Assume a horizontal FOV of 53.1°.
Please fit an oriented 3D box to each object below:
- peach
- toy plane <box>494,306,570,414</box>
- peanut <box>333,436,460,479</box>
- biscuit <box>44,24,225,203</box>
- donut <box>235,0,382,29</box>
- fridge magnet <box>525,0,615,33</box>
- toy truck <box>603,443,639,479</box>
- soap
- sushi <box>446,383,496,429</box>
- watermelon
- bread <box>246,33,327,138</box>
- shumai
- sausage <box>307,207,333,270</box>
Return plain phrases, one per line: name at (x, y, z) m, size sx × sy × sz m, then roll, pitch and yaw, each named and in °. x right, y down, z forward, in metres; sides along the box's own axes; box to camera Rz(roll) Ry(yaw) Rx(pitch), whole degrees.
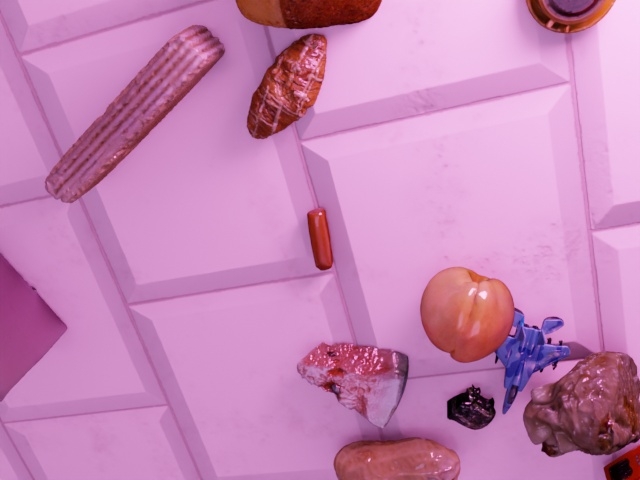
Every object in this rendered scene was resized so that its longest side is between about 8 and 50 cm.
peach at (0.279, 0.143, 1.229) m, size 0.184 × 0.184 × 0.184 m, roll 4°, pitch 116°, yaw 9°
toy plane at (0.408, 0.254, 1.311) m, size 0.169 × 0.078 × 0.246 m, roll 10°, pitch 123°, yaw 6°
peanut at (0.171, 0.514, 1.450) m, size 0.290 × 0.130 × 0.130 m, roll -9°, pitch 113°, yaw 13°
biscuit at (-0.353, -0.227, 1.190) m, size 0.426 × 0.144 × 0.078 m, roll -38°, pitch 104°, yaw 25°
donut at (-0.029, -0.404, 1.045) m, size 0.294 × 0.151 × 0.112 m, roll 5°, pitch 126°, yaw 8°
fridge magnet at (0.396, -0.399, 1.007) m, size 0.143 × 0.063 × 0.143 m, roll 6°, pitch 118°, yaw 11°
toy truck at (0.726, 0.466, 1.330) m, size 0.114 × 0.107 × 0.253 m, roll 38°, pitch 116°, yaw -9°
soap at (-0.731, 0.173, 1.373) m, size 0.107 × 0.285 × 0.296 m, roll -32°, pitch 105°, yaw 20°
sushi at (0.332, 0.366, 1.386) m, size 0.083 × 0.056 × 0.085 m, roll 38°, pitch 117°, yaw -8°
watermelon at (0.069, 0.293, 1.396) m, size 0.241 × 0.094 × 0.154 m, roll 18°, pitch 110°, yaw 5°
bread at (-0.062, -0.266, 1.153) m, size 0.105 × 0.076 × 0.233 m, roll 37°, pitch 118°, yaw -6°
shumai at (0.513, 0.327, 1.272) m, size 0.218 × 0.255 × 0.189 m, roll -21°, pitch 68°, yaw 39°
sausage at (0.000, 0.000, 1.284) m, size 0.039 × 0.041 × 0.131 m, roll -5°, pitch 114°, yaw 8°
